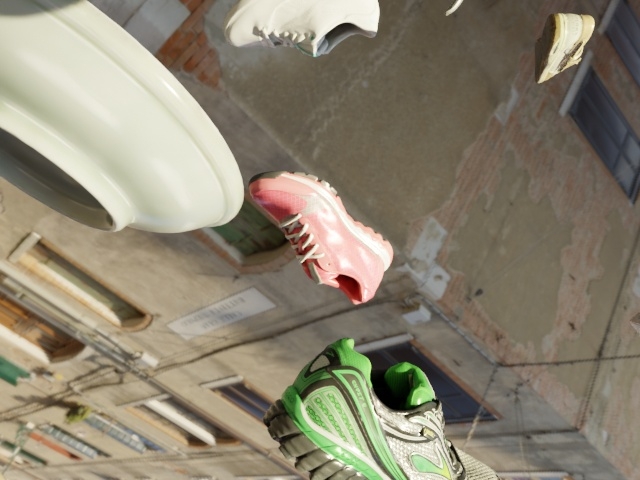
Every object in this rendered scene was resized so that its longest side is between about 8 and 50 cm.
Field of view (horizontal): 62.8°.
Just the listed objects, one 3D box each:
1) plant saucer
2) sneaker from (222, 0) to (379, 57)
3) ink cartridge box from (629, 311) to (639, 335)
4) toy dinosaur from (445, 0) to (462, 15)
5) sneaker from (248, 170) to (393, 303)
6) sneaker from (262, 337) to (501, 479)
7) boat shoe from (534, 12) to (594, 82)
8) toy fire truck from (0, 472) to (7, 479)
[{"bbox_3d":[-0.277,-0.108,0.556,0.401,0.401,0.100,-10,-133,56],"label":"plant saucer"},{"bbox_3d":[-0.029,-0.278,0.688,0.213,0.080,0.094,-10,-102,15],"label":"sneaker"},{"bbox_3d":[0.723,0.268,0.921,0.066,0.296,0.261,-39,-170,2],"label":"ink cartridge box"},{"bbox_3d":[0.154,-0.290,0.356,0.161,0.121,0.313,-10,-139,25],"label":"toy dinosaur"},{"bbox_3d":[0.001,0.000,0.910,0.116,0.314,0.136,-23,-142,49],"label":"sneaker"},{"bbox_3d":[0.109,0.236,0.605,0.146,0.344,0.134,-53,-153,2],"label":"sneaker"},{"bbox_3d":[0.265,-0.209,0.579,0.045,0.050,0.135,-2,-179,13],"label":"boat shoe"},{"bbox_3d":[-0.489,0.312,0.558,0.247,0.158,0.217,-14,-158,38],"label":"toy fire truck"}]
